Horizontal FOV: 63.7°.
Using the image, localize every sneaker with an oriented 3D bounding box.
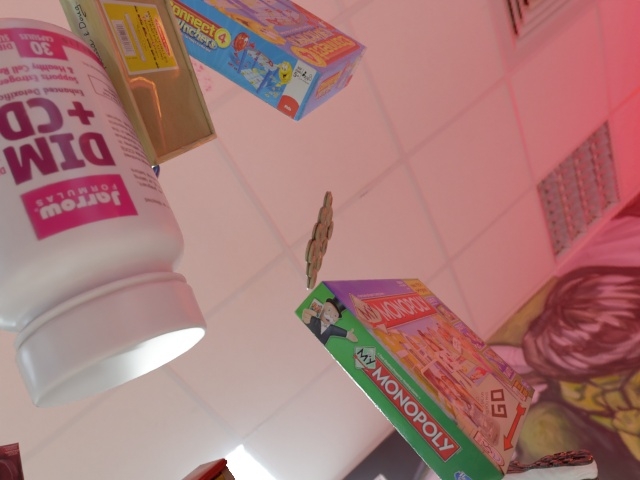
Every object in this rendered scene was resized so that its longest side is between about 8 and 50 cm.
[{"bbox_3d":[0.345,0.433,0.874,0.100,0.271,0.108,-3,-112,-40],"label":"sneaker"}]

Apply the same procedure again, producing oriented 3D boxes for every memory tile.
[{"bbox_3d":[0.000,0.000,0.856,0.113,0.012,0.148,89,-165,-50],"label":"memory tile"}]

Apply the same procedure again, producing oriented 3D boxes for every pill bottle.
[{"bbox_3d":[-0.213,-0.023,0.429,0.160,0.160,0.283,-24,-104,-21],"label":"pill bottle"}]

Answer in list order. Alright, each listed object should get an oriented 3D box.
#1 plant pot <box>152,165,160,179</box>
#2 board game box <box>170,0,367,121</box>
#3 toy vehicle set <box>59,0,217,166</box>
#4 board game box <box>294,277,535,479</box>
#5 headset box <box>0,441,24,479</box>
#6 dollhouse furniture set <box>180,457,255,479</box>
[{"bbox_3d":[-0.409,-0.092,0.809,0.212,0.235,0.236,64,-141,-59],"label":"plant pot"},{"bbox_3d":[-0.098,-0.355,0.893,0.301,0.308,0.086,32,-58,1],"label":"board game box"},{"bbox_3d":[-0.207,-0.224,0.579,0.035,0.166,0.267,-12,-73,17],"label":"toy vehicle set"},{"bbox_3d":[0.126,0.130,0.566,0.046,0.213,0.317,-50,-22,15],"label":"board game box"},{"bbox_3d":[-0.810,0.621,1.215,0.110,0.293,0.218,-19,-16,0],"label":"headset box"},{"bbox_3d":[-0.196,0.297,0.460,0.374,0.201,0.152,-26,-93,-52],"label":"dollhouse furniture set"}]
